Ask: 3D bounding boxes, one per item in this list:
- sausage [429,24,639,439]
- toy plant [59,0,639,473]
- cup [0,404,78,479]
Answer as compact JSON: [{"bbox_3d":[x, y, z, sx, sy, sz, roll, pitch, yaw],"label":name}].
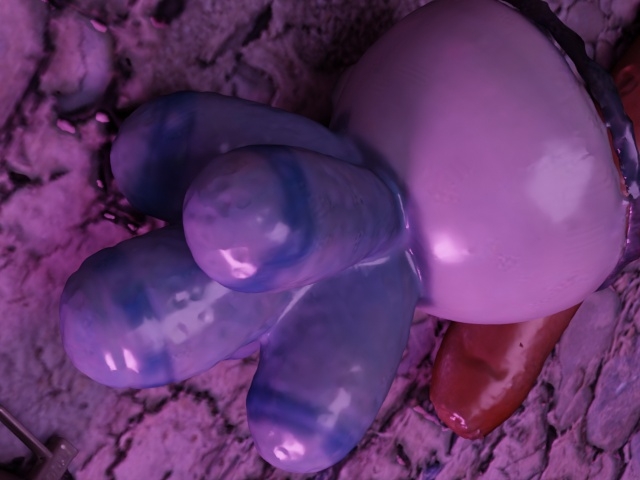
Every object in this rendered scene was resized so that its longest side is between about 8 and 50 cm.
[{"bbox_3d":[0.216,-0.023,0.853,0.094,0.094,0.419,34,88,-25],"label":"sausage"},{"bbox_3d":[0.000,0.000,0.631,0.332,0.247,0.247,-26,122,-20],"label":"toy plant"},{"bbox_3d":[-0.201,0.168,0.644,0.099,0.074,0.102,39,85,-39],"label":"cup"}]
